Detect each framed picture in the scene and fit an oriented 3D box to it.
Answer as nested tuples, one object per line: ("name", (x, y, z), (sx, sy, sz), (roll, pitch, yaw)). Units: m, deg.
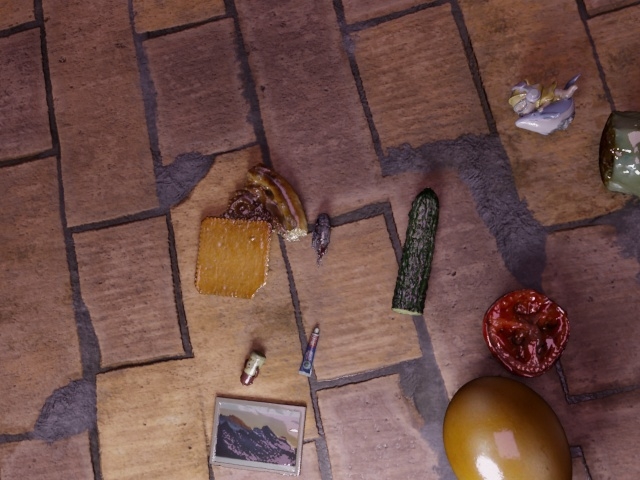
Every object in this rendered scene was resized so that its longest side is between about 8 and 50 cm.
("framed picture", (-0.176, 0.549, 1.659), (0.266, 0.018, 0.192), (3, 83, 10))

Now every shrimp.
("shrimp", (0.000, 0.000, 1.692), (0.057, 0.065, 0.165), (17, 80, -24))

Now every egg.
("egg", (0.450, 0.500, 1.426), (0.283, 0.282, 0.351), (-31, 77, 3))

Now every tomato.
("tomato", (0.533, 0.242, 1.551), (0.228, 0.101, 0.227), (0, 82, 1))

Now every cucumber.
("cucumber", (0.266, 0.025, 1.633), (0.096, 0.096, 0.359), (9, 80, 11))

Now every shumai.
("shumai", (0.884, -0.223, 1.486), (0.323, 0.397, 0.324), (2, 58, 40))

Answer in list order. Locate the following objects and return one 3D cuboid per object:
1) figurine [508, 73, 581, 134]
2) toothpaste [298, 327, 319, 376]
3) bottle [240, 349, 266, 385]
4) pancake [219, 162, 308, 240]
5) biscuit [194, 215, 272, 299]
("figurine", (0.619, -0.379, 1.624), (0.208, 0.128, 0.184), (-39, 74, -7))
("toothpaste", (-0.027, 0.315, 1.670), (0.037, 0.021, 0.139), (14, 86, 16))
("bottle", (-0.195, 0.366, 1.675), (0.047, 0.063, 0.101), (27, 89, -16))
("pancake", (-0.182, -0.093, 1.742), (0.245, 0.057, 0.266), (-24, 80, 6))
("biscuit", (-0.258, 0.050, 1.736), (0.232, 0.013, 0.236), (5, 88, 16))
